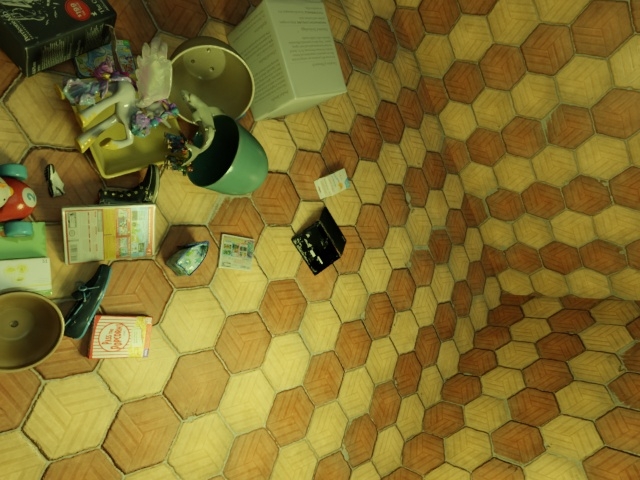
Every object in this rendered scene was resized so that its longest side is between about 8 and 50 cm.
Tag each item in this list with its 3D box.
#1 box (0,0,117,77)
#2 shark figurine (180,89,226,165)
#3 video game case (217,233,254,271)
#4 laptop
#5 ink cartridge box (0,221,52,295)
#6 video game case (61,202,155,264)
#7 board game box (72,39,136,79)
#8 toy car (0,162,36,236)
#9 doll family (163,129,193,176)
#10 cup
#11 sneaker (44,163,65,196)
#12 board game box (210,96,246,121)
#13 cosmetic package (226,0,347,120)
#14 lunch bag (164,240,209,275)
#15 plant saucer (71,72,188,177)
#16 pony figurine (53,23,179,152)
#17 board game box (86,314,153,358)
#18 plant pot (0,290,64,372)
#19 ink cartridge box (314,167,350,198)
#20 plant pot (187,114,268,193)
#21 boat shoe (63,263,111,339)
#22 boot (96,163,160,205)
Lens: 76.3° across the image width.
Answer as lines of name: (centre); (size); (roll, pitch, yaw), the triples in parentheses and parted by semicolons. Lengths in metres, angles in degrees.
box: (-0.883, -0.745, 1.251); (0.343, 0.179, 0.312); (52, 58, -15)
shark figurine: (-0.441, -0.401, 1.505); (0.166, 0.116, 0.278); (5, 70, -37)
video game case: (-0.362, 0.054, 1.759); (0.157, 0.019, 0.143); (11, 79, -38)
laptop: (0.000, 0.000, 2.070); (0.264, 0.136, 0.234); (-36, 111, -9)
ink cartridge box: (-0.937, 0.061, 1.255); (0.171, 0.056, 0.235); (-4, 91, -39)
video game case: (-0.718, -0.027, 1.398); (0.285, 0.025, 0.204); (-7, 118, -37)
board game box: (-0.773, -0.644, 1.454); (0.201, 0.035, 0.136); (-20, 99, -39)
toy car: (-0.921, -0.131, 1.148); (0.210, 0.238, 0.219); (-5, 84, -40)
doll family: (-0.520, -0.327, 1.517); (0.111, 0.076, 0.193); (2, 83, -35)
cup: (-0.440, -0.648, 1.582); (0.331, 0.331, 0.237); (16, 40, -38)
sneaker: (-0.874, -0.197, 1.341); (0.043, 0.040, 0.109); (-16, 101, -56)
board game box: (-0.403, -0.573, 1.764); (0.169, 0.033, 0.133); (-46, 118, -26)
cosmetic package: (-0.148, -0.784, 1.799); (0.327, 0.329, 0.394); (-26, 104, -39)
lunch bag: (-0.504, 0.058, 1.568); (0.151, 0.128, 0.096); (-51, 118, -29)
plant saucer: (-0.695, -0.417, 1.476); (0.332, 0.081, 0.333); (-27, 104, -39)
pony figurine: (-0.636, -0.476, 1.322); (0.363, 0.302, 0.351); (-39, 148, -38)
board game box: (-0.703, 0.338, 1.434); (0.193, 0.045, 0.147); (10, 80, -39)
plant pot: (-0.910, 0.259, 1.215); (0.237, 0.109, 0.238); (-7, 101, -40)
ink cartridge box: (0.063, -0.294, 2.112); (0.181, 0.061, 0.104); (-31, 106, -37)
plant pot: (-0.351, -0.314, 1.636); (0.235, 0.292, 0.293); (23, 71, -55)
boat shoe: (-0.778, 0.193, 1.345); (0.089, 0.109, 0.258); (28, 67, -31)
boot: (-0.676, -0.169, 1.436); (0.178, 0.085, 0.237); (9, 106, -37)
